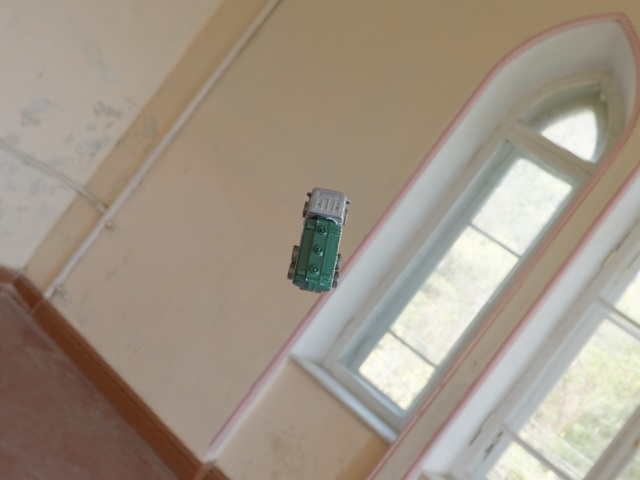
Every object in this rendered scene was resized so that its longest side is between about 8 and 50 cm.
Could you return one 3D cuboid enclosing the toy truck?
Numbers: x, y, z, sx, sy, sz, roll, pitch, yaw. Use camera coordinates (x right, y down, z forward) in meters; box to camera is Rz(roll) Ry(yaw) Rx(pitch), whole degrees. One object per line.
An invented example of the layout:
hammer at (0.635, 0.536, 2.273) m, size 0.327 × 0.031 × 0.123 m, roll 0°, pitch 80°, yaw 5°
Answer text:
toy truck at (0.000, 0.000, 0.567) m, size 0.039 × 0.083 × 0.044 m, roll 12°, pitch -20°, yaw -1°
